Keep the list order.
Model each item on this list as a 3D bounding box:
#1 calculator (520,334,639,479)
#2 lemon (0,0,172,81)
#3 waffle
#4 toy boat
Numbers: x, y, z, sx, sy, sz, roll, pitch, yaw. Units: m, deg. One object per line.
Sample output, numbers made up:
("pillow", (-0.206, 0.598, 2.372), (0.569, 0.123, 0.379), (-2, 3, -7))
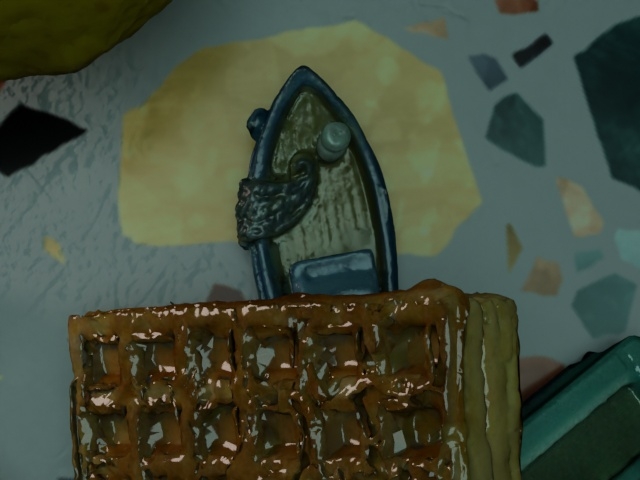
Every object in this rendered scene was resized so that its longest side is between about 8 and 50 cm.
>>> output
("calculator", (0.198, 0.223, 0.928), (0.248, 0.058, 0.274), (-34, 81, -24))
("lemon", (-0.221, -0.257, 0.860), (0.349, 0.350, 0.387), (24, 75, 0))
("waffle", (-0.020, 0.136, 0.870), (0.308, 0.091, 0.213), (-5, 88, 35))
("toy boat", (0.000, 0.000, 0.966), (0.109, 0.098, 0.238), (-8, 84, -6))
